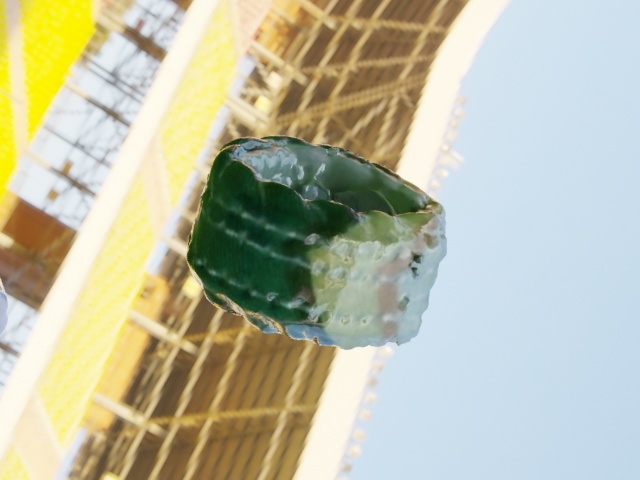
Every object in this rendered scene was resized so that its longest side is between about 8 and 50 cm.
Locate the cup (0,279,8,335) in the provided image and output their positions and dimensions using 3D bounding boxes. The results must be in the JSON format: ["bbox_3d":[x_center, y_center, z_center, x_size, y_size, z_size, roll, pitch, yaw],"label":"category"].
[{"bbox_3d":[-0.337,0.011,1.026,0.167,0.221,0.202,-56,-130,29],"label":"cup"}]

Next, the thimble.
[{"bbox_3d":[0.000,0.000,1.375,0.254,0.288,0.167,-29,139,-61],"label":"thimble"}]
